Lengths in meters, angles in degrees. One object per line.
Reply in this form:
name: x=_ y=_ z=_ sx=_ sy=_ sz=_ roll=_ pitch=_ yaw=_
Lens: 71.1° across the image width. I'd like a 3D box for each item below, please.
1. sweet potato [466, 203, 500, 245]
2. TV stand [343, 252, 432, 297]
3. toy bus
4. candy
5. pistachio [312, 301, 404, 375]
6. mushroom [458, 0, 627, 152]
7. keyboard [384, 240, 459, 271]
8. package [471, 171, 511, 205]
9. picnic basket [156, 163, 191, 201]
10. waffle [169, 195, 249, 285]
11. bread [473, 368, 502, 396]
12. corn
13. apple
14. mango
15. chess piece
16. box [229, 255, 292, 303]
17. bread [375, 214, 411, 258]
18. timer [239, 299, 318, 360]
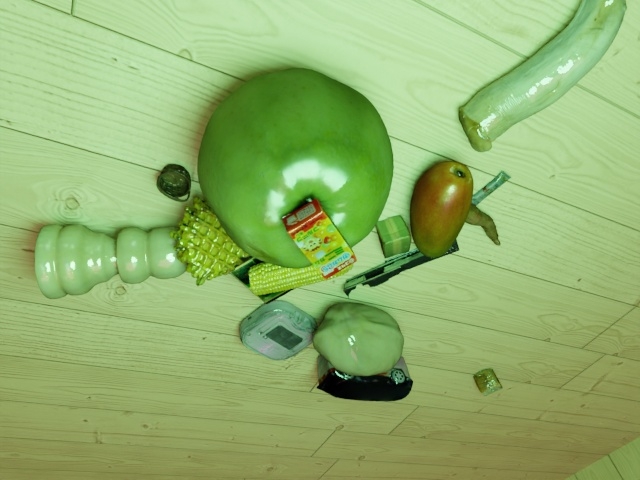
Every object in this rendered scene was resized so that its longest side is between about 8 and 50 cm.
sweet potato: x=0.407 y=-0.045 z=1.135 sx=0.214 sy=0.050 sz=0.050 roll=27 pitch=122 yaw=-36
TV stand: x=0.177 y=0.087 z=1.204 sx=0.249 sy=0.042 sz=0.036 roll=-25 pitch=124 yaw=17
toy bus: x=0.141 y=0.423 z=1.436 sx=0.303 sy=0.147 sz=0.127 roll=9 pitch=134 yaw=-20
candy: x=0.000 y=0.000 z=0.673 sx=0.062 sy=0.038 sz=0.122 roll=-31 pitch=129 yaw=6
pistachio: x=0.120 y=0.291 z=1.282 sx=0.226 sy=0.207 sz=0.332 roll=-35 pitch=141 yaw=29
mushroom: x=0.422 y=-0.317 z=0.867 sx=0.123 sy=0.095 sz=0.351 roll=39 pitch=115 yaw=-15
keyboard: x=0.276 y=0.042 z=1.213 sx=0.198 sy=0.010 sz=0.063 roll=-22 pitch=129 yaw=9
package: x=0.408 y=-0.125 z=1.085 sx=0.037 sy=0.015 sz=0.110 roll=25 pitch=125 yaw=-34
picnic basket: x=-0.302 y=-0.113 z=0.925 sx=0.072 sy=0.083 sz=0.071 roll=-4 pitch=132 yaw=-5
waffle: x=-0.231 y=-0.010 z=0.988 sx=0.197 sy=0.070 sz=0.192 roll=-38 pitch=131 yaw=-37
bread: x=0.623 y=0.529 z=1.668 sx=0.083 sy=0.070 sz=0.076 roll=-31 pitch=130 yaw=14
corn: x=-0.043 y=0.067 z=1.043 sx=0.249 sy=0.081 sz=0.081 roll=-14 pitch=132 yaw=0
apple: x=-0.039 y=-0.122 z=0.809 sx=0.358 sy=0.357 sz=0.356 roll=-5 pitch=132 yaw=-6
mango: x=0.271 y=-0.057 z=1.033 sx=0.129 sy=0.146 sz=0.288 roll=-5 pitch=133 yaw=0
chess piece: x=-0.440 y=0.034 z=0.989 sx=0.300 sy=0.166 sz=0.166 roll=-5 pitch=132 yaw=-12
box: x=-0.089 y=0.047 z=1.114 sx=0.240 sy=0.071 sz=0.159 roll=-30 pitch=131 yaw=16
bread: x=0.191 y=0.017 z=1.128 sx=0.074 sy=0.084 sz=0.139 roll=-17 pitch=133 yaw=4
timer: x=-0.121 y=0.268 z=1.309 sx=0.191 sy=0.069 sz=0.209 roll=-39 pitch=125 yaw=20
